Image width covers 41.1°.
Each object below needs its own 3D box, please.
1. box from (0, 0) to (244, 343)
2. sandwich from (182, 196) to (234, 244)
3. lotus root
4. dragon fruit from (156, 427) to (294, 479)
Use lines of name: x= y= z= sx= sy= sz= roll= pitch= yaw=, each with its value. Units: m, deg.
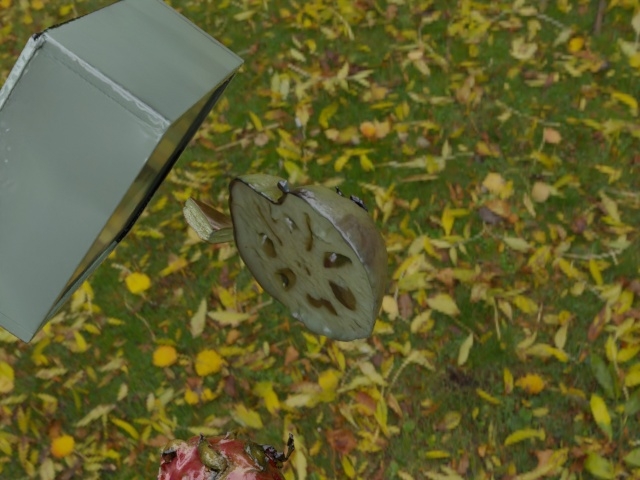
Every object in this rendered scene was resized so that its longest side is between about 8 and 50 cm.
box: x=-0.193 y=-0.076 z=0.711 sx=0.117 sy=0.225 sz=0.225 roll=36 pitch=23 yaw=-7
sandwich: x=-0.134 y=-0.017 z=1.055 sx=0.083 sy=0.031 sz=0.044 roll=27 pitch=31 yaw=-17
lotus root: x=0.000 y=0.002 z=0.814 sx=0.183 sy=0.204 sz=0.078 roll=37 pitch=62 yaw=17
dragon fruit: x=-0.215 y=0.508 z=1.756 sx=0.291 sy=0.250 sz=0.269 roll=23 pitch=100 yaw=27
